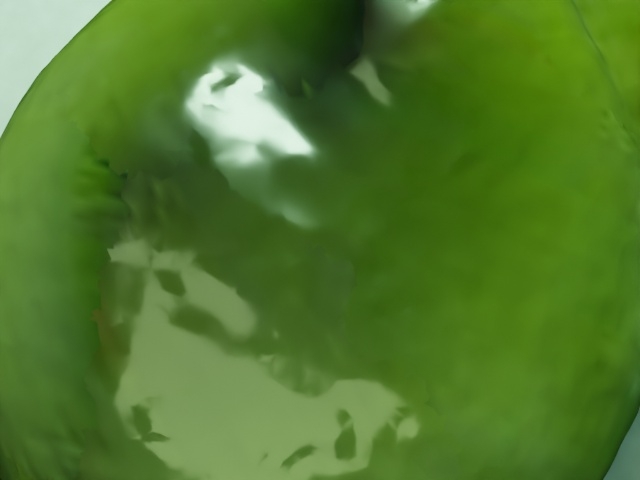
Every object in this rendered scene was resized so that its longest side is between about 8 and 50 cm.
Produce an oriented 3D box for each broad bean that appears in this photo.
[{"bbox_3d":[0.000,0.000,0.657,0.238,0.119,0.291,16,74,10],"label":"broad bean"}]
